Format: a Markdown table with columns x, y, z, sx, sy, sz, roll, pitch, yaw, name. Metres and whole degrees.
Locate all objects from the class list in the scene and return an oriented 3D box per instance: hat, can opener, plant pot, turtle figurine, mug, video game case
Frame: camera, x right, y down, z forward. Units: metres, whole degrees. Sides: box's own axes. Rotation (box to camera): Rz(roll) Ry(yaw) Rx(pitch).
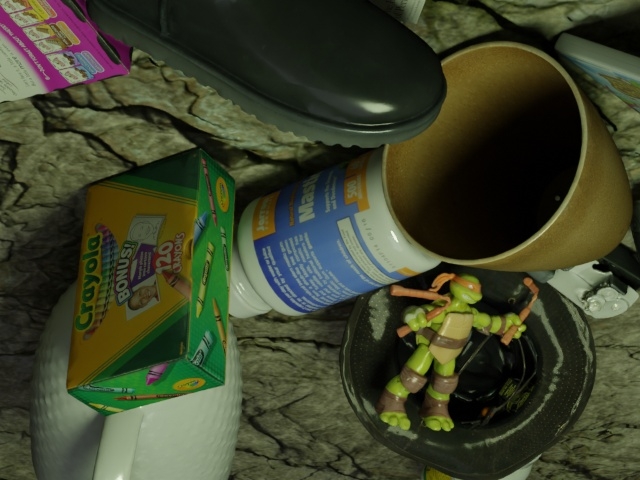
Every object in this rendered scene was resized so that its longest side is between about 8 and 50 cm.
| x | y | z | sx | sy | sz | roll | pitch | yaw | name |
| --- | --- | --- | --- | --- | --- | --- | --- | --- | --- |
| 0.183 | 0.141 | 2.082 | 0.331 | 0.134 | 0.331 | -1 | 103 | -6 | hat |
| 0.277 | 0.007 | 1.943 | 0.280 | 0.093 | 0.074 | 32 | 135 | -26 | can opener |
| 0.230 | -0.060 | 1.729 | 0.237 | 0.237 | 0.254 | -19 | 156 | 29 | plant pot |
| 0.138 | 0.121 | 1.941 | 0.270 | 0.087 | 0.217 | 3 | 116 | -47 | turtle figurine |
| -0.237 | 0.217 | 2.016 | 0.276 | 0.374 | 0.328 | 9 | 141 | -2 | mug |
| 0.365 | -0.137 | 1.634 | 0.193 | 0.023 | 0.212 | 30 | -178 | -36 | video game case |

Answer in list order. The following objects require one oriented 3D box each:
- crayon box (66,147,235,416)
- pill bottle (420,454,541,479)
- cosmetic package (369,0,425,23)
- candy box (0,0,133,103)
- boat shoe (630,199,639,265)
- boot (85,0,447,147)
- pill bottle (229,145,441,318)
| x | y | z | sx | sy | sz | roll | pitch | yaw | name |
| --- | --- | --- | --- | --- | --- | --- | --- | --- | --- |
| -0.191 | 0.047 | 1.833 | 0.165 | 0.278 | 0.081 | -17 | 144 | 26 | crayon box |
| 0.246 | 0.333 | 2.408 | 0.118 | 0.117 | 0.208 | 14 | 145 | -19 | pill bottle |
| 0.072 | -0.301 | 1.482 | 0.099 | 0.060 | 0.239 | 8 | 147 | -8 | cosmetic package |
| -0.326 | -0.215 | 1.618 | 0.233 | 0.071 | 0.159 | -10 | 146 | 20 | candy box |
| 0.446 | 0.035 | 1.948 | 0.103 | 0.118 | 0.320 | -16 | 148 | 15 | boat shoe |
| -0.027 | -0.297 | 1.356 | 0.367 | 0.146 | 0.445 | 20 | 144 | 3 | boot |
| 0.000 | 0.000 | 1.869 | 0.272 | 0.152 | 0.152 | -21 | 141 | 30 | pill bottle |
